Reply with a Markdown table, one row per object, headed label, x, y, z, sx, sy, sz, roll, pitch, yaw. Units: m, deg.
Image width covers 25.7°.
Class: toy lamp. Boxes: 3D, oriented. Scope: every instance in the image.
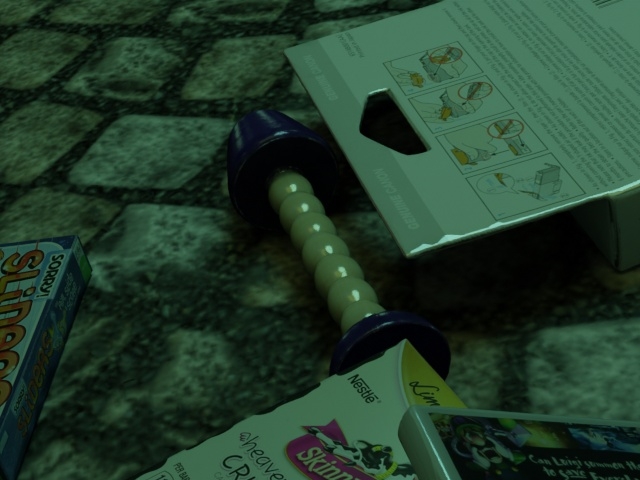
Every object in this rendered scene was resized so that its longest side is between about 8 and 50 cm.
| label | x | y | z | sx | sy | sz | roll | pitch | yaw |
| --- | --- | --- | --- | --- | --- | --- | --- | --- | --- |
| toy lamp | 0.000 | 0.000 | 0.873 | 0.080 | 0.080 | 0.275 | -22 | 38 | -8 |

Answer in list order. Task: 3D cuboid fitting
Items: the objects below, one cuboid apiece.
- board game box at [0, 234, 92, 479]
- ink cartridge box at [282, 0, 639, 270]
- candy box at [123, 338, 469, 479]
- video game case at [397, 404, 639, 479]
| label | x | y | z | sx | sy | sz | roll | pitch | yaw |
| --- | --- | --- | --- | --- | --- | --- | --- | --- | --- |
| board game box | -0.235 | 0.077 | 0.892 | 0.136 | 0.035 | 0.201 | -7 | 36 | 12 |
| ink cartridge box | 0.138 | -0.084 | 0.940 | 0.261 | 0.066 | 0.296 | -20 | 36 | -5 |
| candy box | -0.016 | 0.160 | 0.670 | 0.233 | 0.071 | 0.159 | -25 | 38 | -14 |
| video game case | 0.144 | 0.139 | 0.594 | 0.190 | 0.022 | 0.173 | 7 | 33 | -24 |
